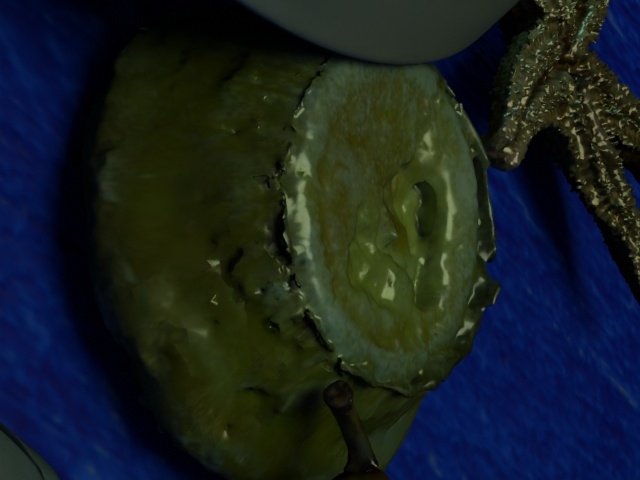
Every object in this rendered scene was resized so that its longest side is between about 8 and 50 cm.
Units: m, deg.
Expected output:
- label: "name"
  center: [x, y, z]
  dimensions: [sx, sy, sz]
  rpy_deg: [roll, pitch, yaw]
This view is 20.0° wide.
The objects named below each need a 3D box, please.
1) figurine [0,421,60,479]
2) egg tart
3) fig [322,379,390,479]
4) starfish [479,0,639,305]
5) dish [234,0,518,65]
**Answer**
- label: "figurine"
  center: [-0.112, 0.071, 0.472]
  dimensions: [0.086, 0.082, 0.094]
  rpy_deg: [13, 59, -35]
- label: "egg tart"
  center: [0.000, 0.000, 0.634]
  dimensions: [0.197, 0.078, 0.197]
  rpy_deg: [16, 70, -50]
- label: "fig"
  center: [0.010, 0.109, 0.593]
  dimensions: [0.089, 0.089, 0.125]
  rpy_deg: [10, 94, -53]
- label: "starfish"
  center: [0.116, -0.078, 0.846]
  dimensions: [0.227, 0.043, 0.240]
  rpy_deg: [63, 35, -24]
- label: "dish"
  center: [0.017, -0.206, 0.605]
  dimensions: [0.273, 0.134, 0.273]
  rpy_deg: [32, 42, -34]
